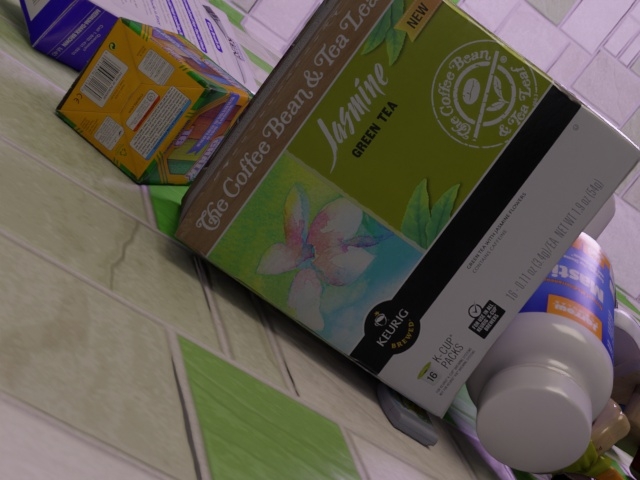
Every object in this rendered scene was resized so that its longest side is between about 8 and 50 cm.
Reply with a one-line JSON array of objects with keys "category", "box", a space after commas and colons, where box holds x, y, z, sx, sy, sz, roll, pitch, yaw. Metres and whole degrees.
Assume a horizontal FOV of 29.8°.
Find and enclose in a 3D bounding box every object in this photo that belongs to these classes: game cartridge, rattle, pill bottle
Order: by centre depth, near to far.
[{"category": "game cartridge", "box": [0.082, 0.165, 1.168, 0.056, 0.017, 0.083, 30, 13, -19]}, {"category": "pill bottle", "box": [0.234, 0.111, 1.271, 0.152, 0.152, 0.272, 36, 33, -10]}, {"category": "rattle", "box": [0.278, 0.239, 1.344, 0.143, 0.130, 0.200, 45, -17, -16]}]

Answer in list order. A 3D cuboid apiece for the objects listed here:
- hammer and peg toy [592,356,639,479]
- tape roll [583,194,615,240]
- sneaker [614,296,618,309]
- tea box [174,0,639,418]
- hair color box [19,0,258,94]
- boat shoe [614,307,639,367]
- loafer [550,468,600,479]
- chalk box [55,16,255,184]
[{"category": "hammer and peg toy", "box": [0.412, 0.247, 1.464, 0.266, 0.127, 0.361, 32, -20, -1]}, {"category": "tape roll", "box": [0.253, -0.078, 1.629, 0.286, 0.100, 0.286, 38, -13, 10]}, {"category": "sneaker", "box": [0.354, 0.030, 1.964, 0.483, 0.185, 0.202, -101, 167, -56]}, {"category": "tea box", "box": [0.075, -0.063, 1.213, 0.323, 0.329, 0.220, 35, 6, -10]}, {"category": "hair color box", "box": [-0.245, -0.284, 1.610, 0.339, 0.110, 0.185, 23, 35, -47]}, {"category": "boat shoe", "box": [0.407, 0.161, 1.620, 0.113, 0.105, 0.306, 13, -31, 30]}, {"category": "loafer", "box": [0.252, 0.278, 1.119, 0.078, 0.080, 0.220, 27, 7, -4]}, {"category": "chalk box", "box": [-0.169, -0.150, 1.348, 0.132, 0.132, 0.213, 40, 13, 12]}]
